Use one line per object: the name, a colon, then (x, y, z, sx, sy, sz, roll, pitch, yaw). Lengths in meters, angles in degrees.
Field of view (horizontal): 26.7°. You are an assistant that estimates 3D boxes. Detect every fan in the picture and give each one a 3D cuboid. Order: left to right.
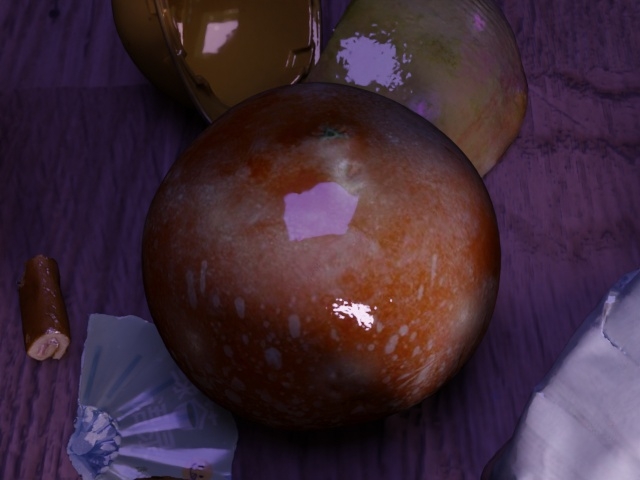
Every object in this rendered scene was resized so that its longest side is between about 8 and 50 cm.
fan: (-0.132, 0.141, 1.036, 0.131, 0.009, 0.240, -14, 52, -11)

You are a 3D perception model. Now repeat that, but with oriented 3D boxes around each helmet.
helmet: (-0.111, -0.204, 1.217, 0.140, 0.256, 0.205, -4, 5, 42)

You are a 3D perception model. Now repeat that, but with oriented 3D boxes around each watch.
watch: (0.228, 0.111, 0.889, 0.253, 0.241, 0.162, -35, 59, -22)

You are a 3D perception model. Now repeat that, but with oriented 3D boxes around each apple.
apple: (0.093, -0.152, 1.188, 0.193, 0.120, 0.265, 29, 58, 9)

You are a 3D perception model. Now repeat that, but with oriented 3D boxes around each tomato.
tomato: (0.000, 0.000, 1.005, 0.270, 0.222, 0.270, 0, 54, 0)

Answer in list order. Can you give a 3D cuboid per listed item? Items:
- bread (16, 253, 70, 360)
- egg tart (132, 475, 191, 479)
bread: (-0.222, 0.055, 1.088, 0.036, 0.047, 0.083, 7, 47, -30)
egg tart: (0.000, 0.224, 0.816, 0.290, 0.290, 0.115, 13, 77, 14)
